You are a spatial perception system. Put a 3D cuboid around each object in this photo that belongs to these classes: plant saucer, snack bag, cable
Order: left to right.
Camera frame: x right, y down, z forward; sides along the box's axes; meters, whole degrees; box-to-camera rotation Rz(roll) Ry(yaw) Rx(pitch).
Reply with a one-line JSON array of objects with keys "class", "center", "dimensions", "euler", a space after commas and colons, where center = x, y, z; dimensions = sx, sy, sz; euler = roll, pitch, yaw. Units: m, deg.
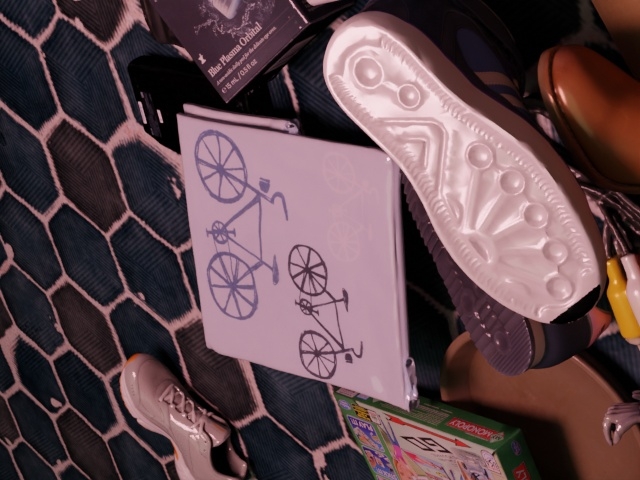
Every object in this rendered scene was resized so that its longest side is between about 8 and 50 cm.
[{"class": "snack bag", "center": [-0.026, 0.013, 1.487], "dimensions": [0.343, 0.037, 0.323], "euler": [12, 117, 39]}, {"class": "plant saucer", "center": [0.253, 0.205, 1.427], "dimensions": [0.278, 0.041, 0.277], "euler": [29, 137, 30]}, {"class": "cable", "center": [0.276, -0.020, 1.188], "dimensions": [0.287, 0.072, 0.139], "euler": [55, 145, 0]}]

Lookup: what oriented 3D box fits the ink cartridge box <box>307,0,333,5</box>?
[{"class": "ink cartridge box", "center": [0.120, -0.291, 1.036], "dimensions": [0.273, 0.197, 0.114], "euler": [-2, 117, 49]}]

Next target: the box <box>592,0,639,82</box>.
[{"class": "box", "center": [0.312, -0.206, 1.040], "dimensions": [0.201, 0.021, 0.164], "euler": [-21, 102, 54]}]

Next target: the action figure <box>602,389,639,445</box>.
[{"class": "action figure", "center": [0.344, 0.216, 1.216], "dimensions": [0.141, 0.164, 0.275], "euler": [-7, 123, 11]}]

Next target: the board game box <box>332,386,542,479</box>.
[{"class": "board game box", "center": [0.157, 0.286, 1.540], "dimensions": [0.317, 0.046, 0.213], "euler": [10, 129, 57]}]

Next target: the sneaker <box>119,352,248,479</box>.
[{"class": "sneaker", "center": [-0.197, 0.273, 1.960], "dimensions": [0.121, 0.099, 0.262], "euler": [-17, 113, 45]}]

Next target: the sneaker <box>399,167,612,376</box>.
[{"class": "sneaker", "center": [0.178, -0.021, 1.283], "dimensions": [0.112, 0.131, 0.319], "euler": [-49, 57, 56]}]

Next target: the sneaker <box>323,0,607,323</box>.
[{"class": "sneaker", "center": [0.160, -0.100, 1.138], "dimensions": [0.323, 0.236, 0.130], "euler": [48, 124, 2]}]

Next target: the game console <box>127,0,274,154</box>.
[{"class": "game console", "center": [-0.160, -0.247, 1.525], "dimensions": [0.213, 0.044, 0.361], "euler": [16, 130, 39]}]

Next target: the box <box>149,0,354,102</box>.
[{"class": "box", "center": [-0.079, -0.258, 1.353], "dimensions": [0.158, 0.093, 0.156], "euler": [53, 131, 1]}]

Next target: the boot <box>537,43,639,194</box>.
[{"class": "boot", "center": [0.330, -0.092, 1.021], "dimensions": [0.283, 0.109, 0.220], "euler": [47, 140, -5]}]
